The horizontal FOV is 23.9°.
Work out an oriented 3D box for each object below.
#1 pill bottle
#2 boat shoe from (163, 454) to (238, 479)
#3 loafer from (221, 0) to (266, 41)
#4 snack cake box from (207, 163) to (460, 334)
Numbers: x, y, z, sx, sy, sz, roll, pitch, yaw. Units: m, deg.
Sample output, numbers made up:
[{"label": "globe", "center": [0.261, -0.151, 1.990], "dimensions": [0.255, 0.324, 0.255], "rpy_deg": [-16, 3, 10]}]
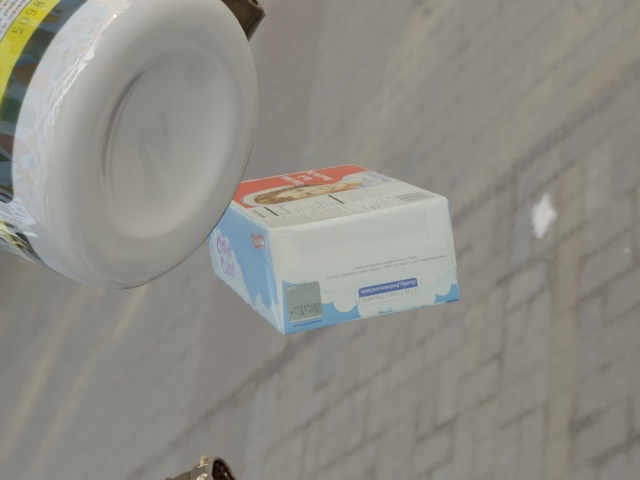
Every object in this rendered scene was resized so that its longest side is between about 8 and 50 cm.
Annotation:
[{"label": "pill bottle", "center": [-0.220, -0.105, 0.955], "dimensions": [0.334, 0.188, 0.188], "rpy_deg": [21, 88, 31]}, {"label": "boat shoe", "center": [-0.098, 0.295, 1.558], "dimensions": [0.097, 0.116, 0.324], "rpy_deg": [-45, 13, -9]}, {"label": "loafer", "center": [-0.109, -0.165, 1.111], "dimensions": [0.134, 0.130, 0.366], "rpy_deg": [22, -105, -80]}, {"label": "snack cake box", "center": [0.000, 0.000, 1.300], "dimensions": [0.264, 0.152, 0.089], "rpy_deg": [-149, 49, -72]}]
